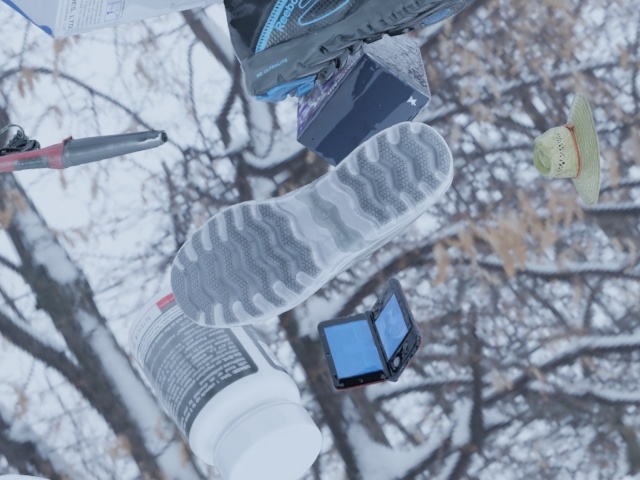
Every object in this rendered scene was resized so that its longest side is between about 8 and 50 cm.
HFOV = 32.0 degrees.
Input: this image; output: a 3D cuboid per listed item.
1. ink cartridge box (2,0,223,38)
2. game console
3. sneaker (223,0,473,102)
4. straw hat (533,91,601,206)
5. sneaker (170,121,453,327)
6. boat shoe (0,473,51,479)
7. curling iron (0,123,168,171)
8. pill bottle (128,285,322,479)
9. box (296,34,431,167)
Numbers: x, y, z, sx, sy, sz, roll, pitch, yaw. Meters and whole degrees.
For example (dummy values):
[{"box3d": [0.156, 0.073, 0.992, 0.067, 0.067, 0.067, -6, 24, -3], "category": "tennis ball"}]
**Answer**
[{"box3d": [-0.185, -0.416, 1.324, 0.395, 0.151, 0.270, -24, -35, -44], "category": "ink cartridge box"}, {"box3d": [0.069, 0.133, 1.617, 0.085, 0.144, 0.124, 14, -56, -25], "category": "game console"}, {"box3d": [0.045, -0.272, 1.166, 0.341, 0.139, 0.125, -24, -5, 20], "category": "sneaker"}, {"box3d": [0.288, -0.106, 1.343, 0.061, 0.144, 0.144, -7, -28, 0], "category": "straw hat"}, {"box3d": [0.000, 0.000, 0.997, 0.281, 0.105, 0.115, -26, -13, 11], "category": "sneaker"}, {"box3d": [-0.367, 0.374, 1.498, 0.258, 0.084, 0.095, 2, -75, -9], "category": "boat shoe"}, {"box3d": [-0.282, -0.108, 1.252, 0.274, 0.068, 0.035, -2, -37, 35], "category": "curling iron"}, {"box3d": [-0.129, 0.197, 1.492, 0.161, 0.283, 0.161, -23, -41, -21], "category": "pill bottle"}, {"box3d": [0.053, -0.201, 1.484, 0.108, 0.207, 0.153, 32, -66, -18], "category": "box"}]
